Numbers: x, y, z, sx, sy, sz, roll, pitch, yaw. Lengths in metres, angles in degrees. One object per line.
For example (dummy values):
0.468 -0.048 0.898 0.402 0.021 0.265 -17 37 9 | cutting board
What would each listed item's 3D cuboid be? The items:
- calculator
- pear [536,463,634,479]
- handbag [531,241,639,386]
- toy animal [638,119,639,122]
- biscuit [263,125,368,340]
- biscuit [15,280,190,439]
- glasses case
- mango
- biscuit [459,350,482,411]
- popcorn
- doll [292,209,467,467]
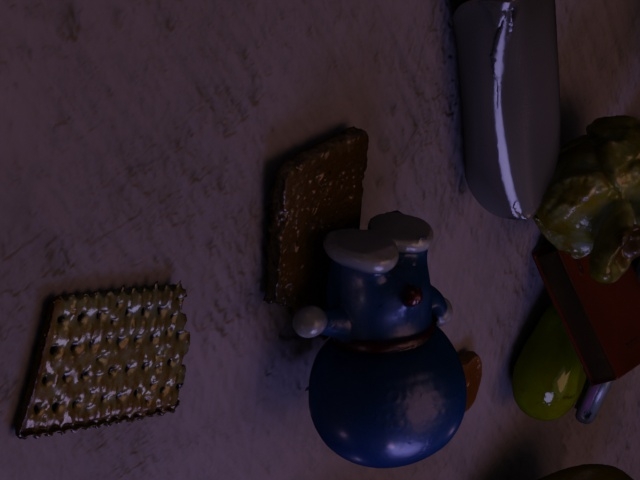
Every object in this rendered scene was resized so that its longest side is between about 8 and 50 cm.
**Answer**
0.416 0.121 2.165 0.299 0.041 0.185 -59 167 -33 | calculator
0.290 0.476 2.155 0.386 0.191 0.340 -56 151 -13 | pear
0.355 0.073 2.002 0.127 0.063 0.190 -24 89 -43 | handbag
0.487 -0.035 2.024 0.140 0.282 0.138 -23 145 -43 | toy animal
-0.008 0.008 1.560 0.131 0.026 0.237 -29 136 -41 | biscuit
-0.180 0.102 1.389 0.203 0.016 0.144 -6 116 -53 | biscuit
0.203 -0.172 1.688 0.128 0.083 0.308 -48 144 -34 | glasses case
0.310 0.157 2.057 0.163 0.089 0.117 -62 148 -5 | mango
0.146 0.200 1.916 0.140 0.023 0.118 -22 129 -47 | biscuit
0.339 -0.042 1.861 0.198 0.212 0.198 -9 141 -8 | popcorn
0.056 0.102 1.578 0.215 0.161 0.256 -14 109 -34 | doll
